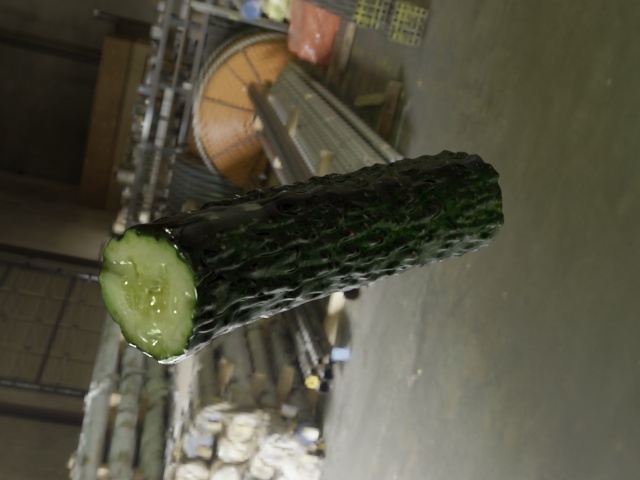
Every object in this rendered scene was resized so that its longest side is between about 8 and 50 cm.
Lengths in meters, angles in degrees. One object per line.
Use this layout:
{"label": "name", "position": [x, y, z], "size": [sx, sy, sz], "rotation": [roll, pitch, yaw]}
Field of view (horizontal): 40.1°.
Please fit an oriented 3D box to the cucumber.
{"label": "cucumber", "position": [0.000, 0.001, 0.365], "size": [0.058, 0.187, 0.058], "rotation": [17, 114, 44]}
